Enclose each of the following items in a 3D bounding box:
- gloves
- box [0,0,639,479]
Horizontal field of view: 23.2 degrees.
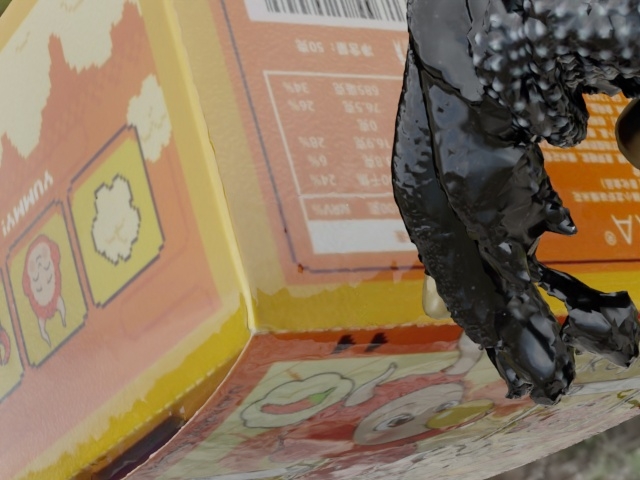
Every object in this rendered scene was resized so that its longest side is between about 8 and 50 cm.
[{"bbox_3d":[0.060,-0.034,0.415,0.181,0.106,0.129,-47,8,47],"label":"gloves"},{"bbox_3d":[0.000,0.000,0.699,0.283,0.214,0.259,0,-27,-36],"label":"box"}]
